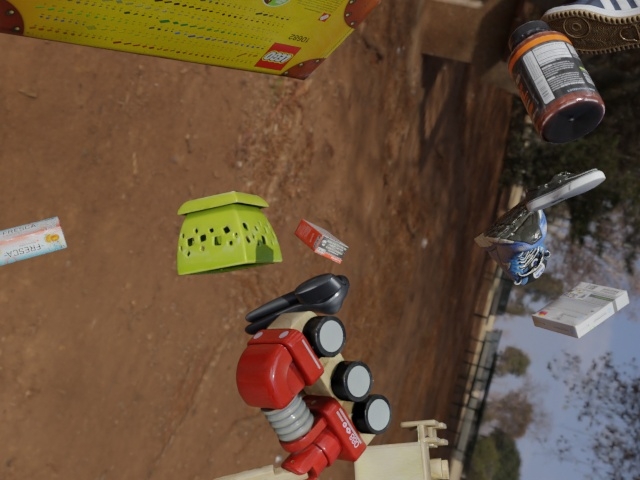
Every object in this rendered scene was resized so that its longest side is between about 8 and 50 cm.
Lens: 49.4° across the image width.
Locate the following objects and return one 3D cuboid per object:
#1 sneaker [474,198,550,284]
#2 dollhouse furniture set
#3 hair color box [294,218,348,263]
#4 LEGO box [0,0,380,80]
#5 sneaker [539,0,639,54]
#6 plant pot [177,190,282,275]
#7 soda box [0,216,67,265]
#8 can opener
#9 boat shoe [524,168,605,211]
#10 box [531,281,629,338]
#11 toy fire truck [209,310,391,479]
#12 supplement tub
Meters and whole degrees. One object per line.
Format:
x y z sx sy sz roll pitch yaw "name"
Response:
0.416 0.008 1.423 0.130 0.147 0.330 -40 173 3 "sneaker"
0.192 0.523 1.587 0.242 0.161 0.212 40 43 -59 "dollhouse furniture set"
0.000 0.000 1.557 0.043 0.072 0.141 -62 -155 5 "hair color box"
-0.207 -0.434 0.893 0.500 0.372 0.193 -4 154 -46 "LEGO box"
0.546 -0.421 1.236 0.099 0.282 0.153 52 58 -42 "sneaker"
-0.263 -0.020 1.960 0.227 0.228 0.207 4 77 -67 "plant pot"
-0.690 0.004 1.617 0.058 0.183 0.062 -130 -150 -52 "soda box"
-0.039 0.095 1.061 0.073 0.186 0.059 52 29 -27 "can opener"
0.382 -0.087 1.107 0.049 0.142 0.040 -3 73 -37 "boat shoe"
0.646 0.170 1.734 0.186 0.145 0.038 -27 107 -23 "box"
-0.058 0.246 0.953 0.246 0.159 0.217 -43 112 -37 "toy fire truck"
0.363 -0.256 1.103 0.106 0.106 0.197 85 -6 -57 "supplement tub"
